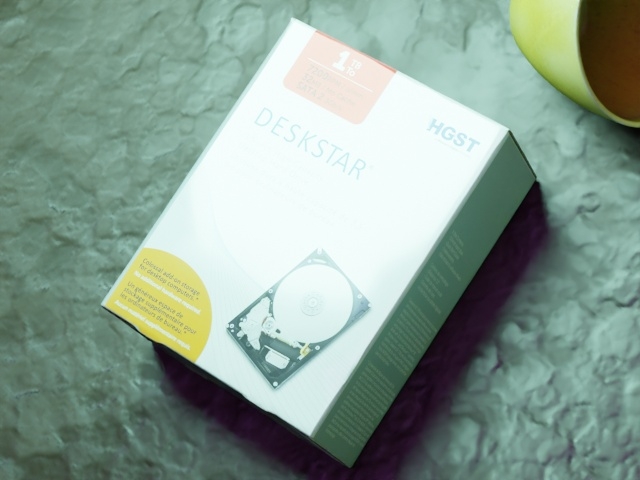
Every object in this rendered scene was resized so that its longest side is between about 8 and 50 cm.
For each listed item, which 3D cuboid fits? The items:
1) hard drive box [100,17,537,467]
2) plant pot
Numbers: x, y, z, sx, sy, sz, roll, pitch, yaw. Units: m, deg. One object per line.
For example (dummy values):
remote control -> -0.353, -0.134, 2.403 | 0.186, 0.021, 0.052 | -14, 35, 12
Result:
hard drive box -> 0.000, 0.000, 1.257 | 0.181, 0.089, 0.232 | 29, 81, 26
plant pot -> 0.178, -0.145, 1.239 | 0.095, 0.134, 0.134 | 16, 75, 50
